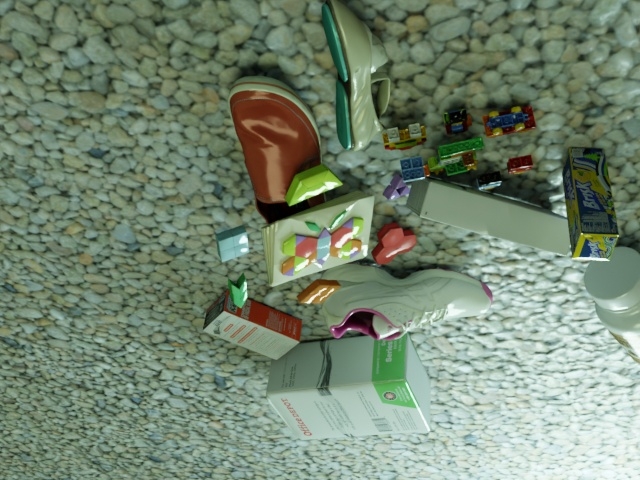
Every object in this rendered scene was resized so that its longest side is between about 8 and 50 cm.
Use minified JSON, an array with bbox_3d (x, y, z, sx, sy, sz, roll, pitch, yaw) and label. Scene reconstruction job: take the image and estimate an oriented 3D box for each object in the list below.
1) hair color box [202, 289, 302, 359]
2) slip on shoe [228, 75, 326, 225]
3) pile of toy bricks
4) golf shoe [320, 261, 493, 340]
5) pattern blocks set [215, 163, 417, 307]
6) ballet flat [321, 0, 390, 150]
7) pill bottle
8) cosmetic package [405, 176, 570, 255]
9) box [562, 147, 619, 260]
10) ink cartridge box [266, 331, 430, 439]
[{"bbox_3d":[-0.131,0.165,1.670,0.167,0.053,0.093,24,139,-23],"label":"hair color box"},{"bbox_3d":[-0.058,-0.106,1.288,0.123,0.101,0.331,-1,139,12],"label":"slip on shoe"},{"bbox_3d":[0.202,-0.123,1.245,0.212,0.118,0.105,-10,172,6],"label":"pile of toy bricks"},{"bbox_3d":[0.149,0.122,1.512,0.306,0.140,0.115,3,140,3],"label":"golf shoe"},{"bbox_3d":[0.000,0.000,1.339,0.324,0.026,0.285,-27,140,-9],"label":"pattern blocks set"},{"bbox_3d":[0.053,-0.226,1.155,0.086,0.086,0.248,1,142,7],"label":"ballet flat"},{"bbox_3d":[0.538,0.114,1.452,0.131,0.131,0.229,-22,133,31],"label":"pill bottle"},{"bbox_3d":[0.259,-0.041,1.320,0.239,0.099,0.061,14,101,-11],"label":"cosmetic package"},{"bbox_3d":[0.384,-0.054,1.235,0.054,0.169,0.059,4,140,4],"label":"box"},{"bbox_3d":[0.061,0.299,1.754,0.289,0.122,0.211,-8,139,17],"label":"ink cartridge box"}]
